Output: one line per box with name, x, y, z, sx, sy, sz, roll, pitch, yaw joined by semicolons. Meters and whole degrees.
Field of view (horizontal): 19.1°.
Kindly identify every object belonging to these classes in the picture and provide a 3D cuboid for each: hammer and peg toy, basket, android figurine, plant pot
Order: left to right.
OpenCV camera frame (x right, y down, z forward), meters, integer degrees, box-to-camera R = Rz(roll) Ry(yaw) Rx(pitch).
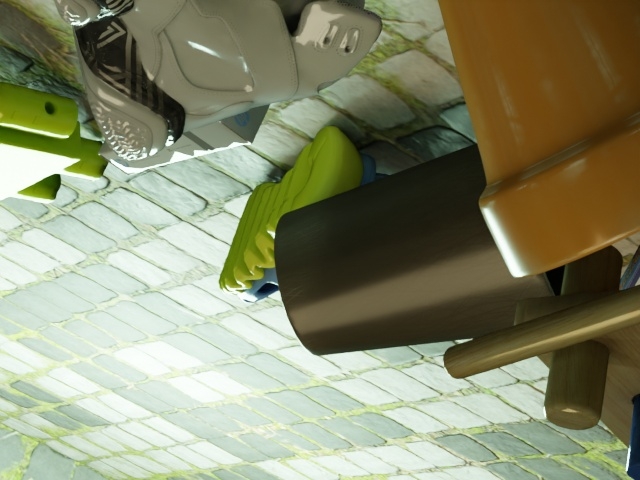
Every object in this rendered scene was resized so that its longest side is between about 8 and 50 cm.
android figurine;-0.353;-0.093;1.876;0.272;0.056;0.248;12;156;-40
basket;0.089;0.015;1.605;0.226;0.154;0.204;-13;141;18
plant pot;0.168;-0.105;1.171;0.188;0.205;0.205;63;152;-1
hammer and peg toy;0.256;0.067;1.199;0.266;0.127;0.361;-7;148;33

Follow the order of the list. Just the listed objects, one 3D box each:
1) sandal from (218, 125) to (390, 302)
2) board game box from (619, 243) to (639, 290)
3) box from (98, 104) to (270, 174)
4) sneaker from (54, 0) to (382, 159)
sandal;0.000;0.000;1.814;0.138;0.126;0.317;23;160;-16
board game box;0.332;0.022;1.566;0.136;0.035;0.201;21;137;0
box;-0.092;-0.133;1.541;0.038;0.145;0.186;35;155;-27
sneaker;-0.079;-0.197;1.287;0.210;0.137;0.366;-16;152;-4
